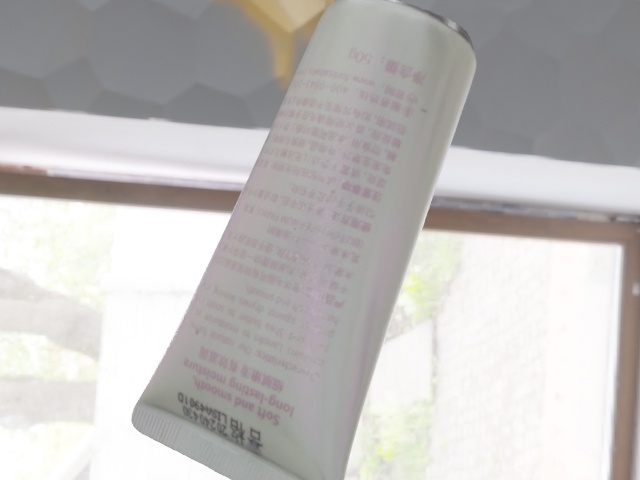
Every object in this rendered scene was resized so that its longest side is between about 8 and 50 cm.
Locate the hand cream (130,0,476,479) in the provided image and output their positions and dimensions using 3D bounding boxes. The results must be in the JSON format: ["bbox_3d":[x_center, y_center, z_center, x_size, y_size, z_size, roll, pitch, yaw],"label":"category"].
[{"bbox_3d":[0.000,0.000,0.645,0.118,0.185,0.358,33,-102,-59],"label":"hand cream"}]
